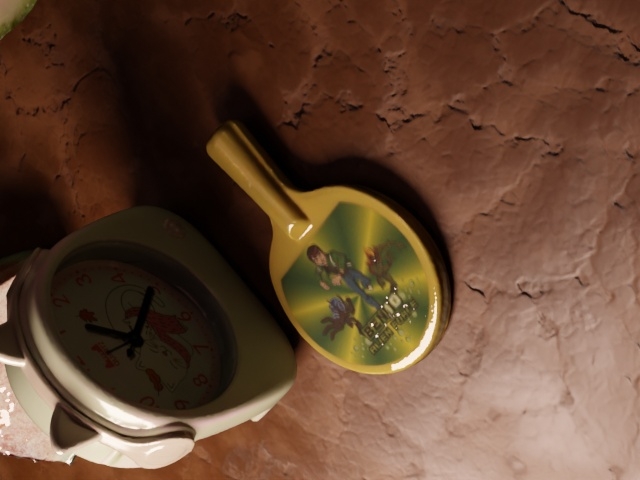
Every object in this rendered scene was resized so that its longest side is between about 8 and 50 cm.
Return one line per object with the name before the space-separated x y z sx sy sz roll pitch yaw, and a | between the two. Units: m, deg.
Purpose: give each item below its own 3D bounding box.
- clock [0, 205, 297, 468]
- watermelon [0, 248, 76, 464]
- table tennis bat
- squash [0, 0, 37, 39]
clock | -0.196 0.108 1.157 0.265 0.324 0.108 51 125 12
watermelon | -0.435 0.112 1.383 0.283 0.292 0.250 13 82 32
table tennis bat | 0.000 0.000 1.167 0.321 0.050 0.198 47 127 8
squash | -0.517 -0.369 1.260 0.384 0.263 0.263 18 114 29
